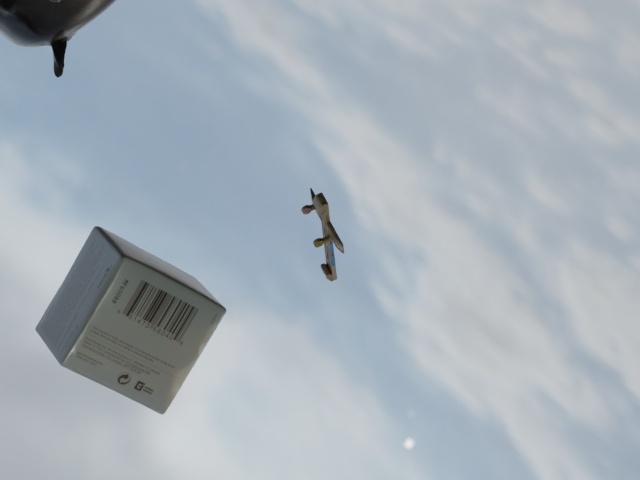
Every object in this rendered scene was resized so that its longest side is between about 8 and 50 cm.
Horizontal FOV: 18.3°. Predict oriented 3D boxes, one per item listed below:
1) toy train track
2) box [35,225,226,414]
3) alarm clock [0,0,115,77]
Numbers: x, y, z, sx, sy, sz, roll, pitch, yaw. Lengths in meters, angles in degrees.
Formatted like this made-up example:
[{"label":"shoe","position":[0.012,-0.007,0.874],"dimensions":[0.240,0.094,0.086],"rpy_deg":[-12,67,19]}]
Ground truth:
[{"label":"toy train track","position":[0.000,0.000,1.236],"dimensions":[0.083,0.014,0.048],"rpy_deg":[82,163,-55]},{"label":"box","position":[-0.149,0.061,1.550],"dimensions":[0.101,0.102,0.087],"rpy_deg":[29,-174,-28]},{"label":"alarm clock","position":[-0.108,-0.167,0.942],"dimensions":[0.064,0.129,0.192],"rpy_deg":[37,-120,-28]}]
